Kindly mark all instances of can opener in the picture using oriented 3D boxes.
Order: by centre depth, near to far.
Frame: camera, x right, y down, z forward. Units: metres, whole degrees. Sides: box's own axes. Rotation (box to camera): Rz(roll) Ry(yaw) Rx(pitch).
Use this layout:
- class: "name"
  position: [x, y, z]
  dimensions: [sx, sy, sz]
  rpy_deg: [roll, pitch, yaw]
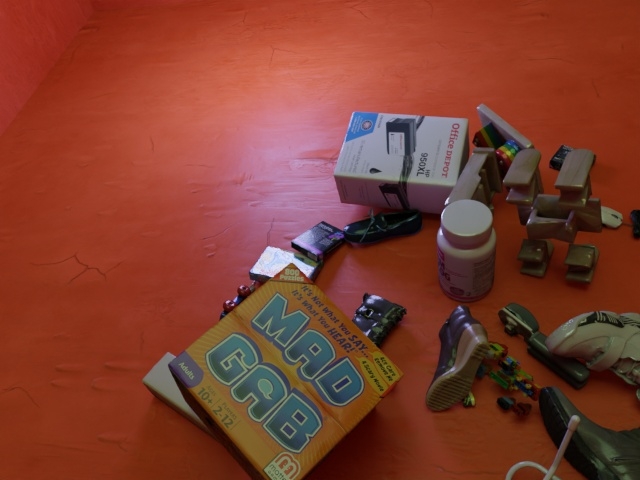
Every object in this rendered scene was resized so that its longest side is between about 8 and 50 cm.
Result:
- class: "can opener"
  position: [0.592, 0.262, 1.583]
  dimensions: [0.095, 0.076, 0.283]
  rpy_deg: [-36, 52, -18]

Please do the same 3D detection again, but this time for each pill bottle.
- class: "pill bottle"
  position: [0.410, 0.030, 1.690]
  dimensions: [0.160, 0.283, 0.160]
  rpy_deg: [-7, 47, 7]

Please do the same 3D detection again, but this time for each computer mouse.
- class: "computer mouse"
  position: [0.882, -0.071, 1.835]
  dimensions: [0.193, 0.042, 0.106]
  rpy_deg: [14, 54, 23]

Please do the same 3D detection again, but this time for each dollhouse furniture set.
- class: "dollhouse furniture set"
  position: [0.600, -0.114, 1.725]
  dimensions: [0.394, 0.362, 0.256]
  rpy_deg: [8, 50, 35]

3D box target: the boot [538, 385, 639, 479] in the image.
- class: "boot"
  position: [0.678, 0.456, 1.380]
  dimensions: [0.222, 0.118, 0.338]
  rpy_deg: [-22, 59, -11]

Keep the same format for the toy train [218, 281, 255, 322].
- class: "toy train"
  position: [-0.192, 0.204, 1.814]
  dimensions: [0.143, 0.105, 0.248]
  rpy_deg: [24, 33, 11]

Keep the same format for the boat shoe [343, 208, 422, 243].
- class: "boat shoe"
  position: [0.198, -0.062, 1.940]
  dimensions: [0.258, 0.089, 0.109]
  rpy_deg: [-14, 48, -6]

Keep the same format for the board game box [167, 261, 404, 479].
- class: "board game box"
  position: [-0.085, 0.347, 1.404]
  dimensions: [0.356, 0.356, 0.356]
  rpy_deg: [-39, 73, -22]

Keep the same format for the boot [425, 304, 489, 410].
- class: "boot"
  position: [0.346, 0.308, 1.587]
  dimensions: [0.090, 0.248, 0.207]
  rpy_deg: [30, 15, -12]

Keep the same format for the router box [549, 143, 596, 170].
- class: "router box"
  position: [0.847, -0.266, 2.021]
  dimensions: [0.122, 0.038, 0.092]
  rpy_deg: [28, 60, 31]

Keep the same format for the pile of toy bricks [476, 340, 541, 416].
- class: "pile of toy bricks"
  position: [0.492, 0.349, 1.527]
  dimensions: [0.105, 0.118, 0.212]
  rpy_deg: [-2, 24, -27]

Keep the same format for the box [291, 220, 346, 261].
- class: "box"
  position: [0.000, 0.000, 1.958]
  dimensions: [0.116, 0.029, 0.162]
  rpy_deg: [28, 46, 32]

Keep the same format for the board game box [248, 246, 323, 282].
- class: "board game box"
  position: [-0.108, 0.091, 1.909]
  dimensions: [0.201, 0.035, 0.136]
  rpy_deg: [11, 42, 21]

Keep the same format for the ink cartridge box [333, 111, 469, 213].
- class: "ink cartridge box"
  position: [0.275, -0.259, 1.980]
  dimensions: [0.394, 0.166, 0.286]
  rpy_deg: [7, 60, 17]

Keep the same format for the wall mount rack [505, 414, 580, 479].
- class: "wall mount rack"
  position: [0.553, 0.551, 1.236]
  dimensions: [0.350, 0.130, 0.304]
  rpy_deg: [32, 92, 34]

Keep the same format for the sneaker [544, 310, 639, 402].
- class: "sneaker"
  position: [0.732, 0.287, 1.437]
  dimensions: [0.365, 0.137, 0.210]
  rpy_deg: [1, 47, -18]

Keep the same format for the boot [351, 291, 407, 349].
- class: "boot"
  position: [0.162, 0.264, 1.669]
  dimensions: [0.263, 0.091, 0.229]
  rpy_deg: [31, 62, 35]

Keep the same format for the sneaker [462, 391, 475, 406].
- class: "sneaker"
  position: [0.370, 0.390, 1.549]
  dimensions: [0.035, 0.031, 0.083]
  rpy_deg: [-17, 47, -2]

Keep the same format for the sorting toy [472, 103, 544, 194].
- class: "sorting toy"
  position: [0.591, -0.274, 1.953]
  dimensions: [0.089, 0.255, 0.257]
  rpy_deg: [-36, 49, 2]

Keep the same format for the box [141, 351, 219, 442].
- class: "box"
  position: [-0.347, 0.425, 1.640]
  dimensions: [0.275, 0.094, 0.113]
  rpy_deg: [25, 59, 31]

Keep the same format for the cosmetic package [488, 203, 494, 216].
- class: "cosmetic package"
  position: [0.497, -0.098, 1.948]
  dimensions: [0.115, 0.041, 0.060]
  rpy_deg: [-11, 48, 3]
